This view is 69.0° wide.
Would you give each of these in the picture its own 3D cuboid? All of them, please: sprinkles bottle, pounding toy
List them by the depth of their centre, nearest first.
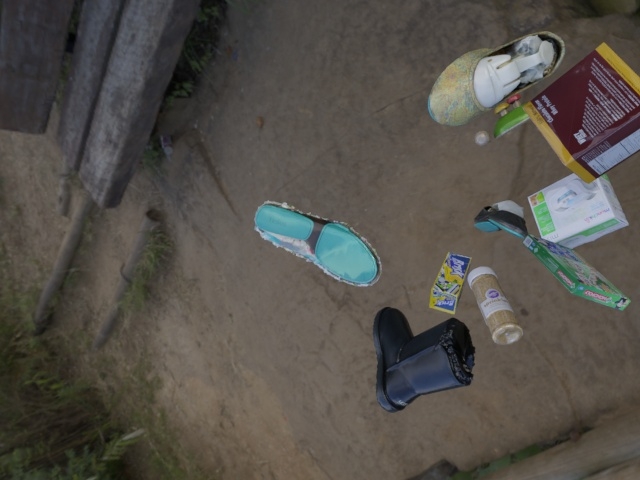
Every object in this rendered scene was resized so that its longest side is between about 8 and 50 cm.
[{"bbox_3d":[0.662,-0.445,1.672,0.237,0.183,0.110,-30,88,34],"label":"pounding toy"},{"bbox_3d":[0.725,0.266,1.952,0.355,0.121,0.121,-94,27,-52],"label":"sprinkles bottle"}]

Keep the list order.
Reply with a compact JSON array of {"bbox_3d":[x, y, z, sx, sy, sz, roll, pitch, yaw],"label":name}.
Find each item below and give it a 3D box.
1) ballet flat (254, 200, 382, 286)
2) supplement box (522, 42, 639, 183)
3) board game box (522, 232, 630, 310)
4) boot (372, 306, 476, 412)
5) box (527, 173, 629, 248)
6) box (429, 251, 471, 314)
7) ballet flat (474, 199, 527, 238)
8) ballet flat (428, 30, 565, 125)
[{"bbox_3d":[0.000,0.000,0.772,0.241,0.077,0.091,30,92,19],"label":"ballet flat"},{"bbox_3d":[0.586,-0.265,0.994,0.194,0.129,0.191,-41,50,32],"label":"supplement box"},{"bbox_3d":[0.852,0.097,1.573,0.317,0.214,0.046,-102,34,-60],"label":"board game box"},{"bbox_3d":[0.205,0.204,0.932,0.094,0.246,0.207,33,130,-22],"label":"boot"},{"bbox_3d":[0.956,-0.111,1.745,0.262,0.127,0.230,-33,50,44],"label":"box"},{"bbox_3d":[0.299,0.094,1.067,0.059,0.169,0.054,14,124,21],"label":"box"},{"bbox_3d":[0.534,-0.071,1.375,0.095,0.280,0.096,28,93,-8],"label":"ballet flat"},{"bbox_3d":[0.349,-0.321,0.889,0.123,0.349,0.123,38,146,32],"label":"ballet flat"}]
